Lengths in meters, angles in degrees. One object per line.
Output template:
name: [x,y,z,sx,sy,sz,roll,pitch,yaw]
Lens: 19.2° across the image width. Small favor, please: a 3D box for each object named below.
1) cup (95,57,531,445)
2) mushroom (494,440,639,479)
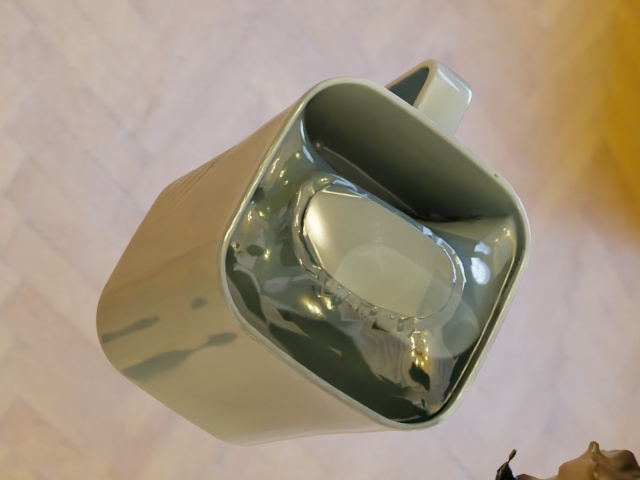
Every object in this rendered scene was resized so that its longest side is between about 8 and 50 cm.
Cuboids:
cup: [0.000,0.000,0.637,0.095,0.129,0.128,35,66,-18]
mushroom: [0.262,0.140,0.798,0.259,0.345,0.345,-47,138,-3]
